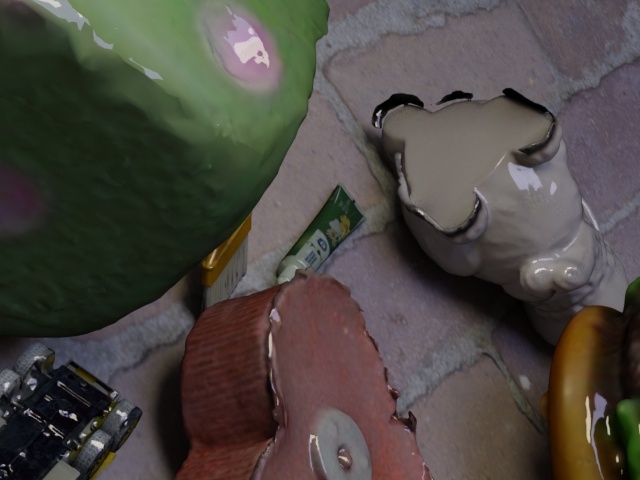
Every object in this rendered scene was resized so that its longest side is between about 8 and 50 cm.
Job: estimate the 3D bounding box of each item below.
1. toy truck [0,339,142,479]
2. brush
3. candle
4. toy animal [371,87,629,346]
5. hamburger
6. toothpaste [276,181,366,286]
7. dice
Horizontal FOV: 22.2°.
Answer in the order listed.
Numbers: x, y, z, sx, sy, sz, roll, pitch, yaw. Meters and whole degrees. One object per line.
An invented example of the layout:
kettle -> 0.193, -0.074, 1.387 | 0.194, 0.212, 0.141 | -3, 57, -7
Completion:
toy truck -> -0.211, 0.166, 1.127 | 0.098, 0.114, 0.227 | 34, 34, 4
brush -> -0.075, -0.055, 1.398 | 0.013, 0.272, 0.103 | 15, 36, 11
candle -> -0.012, 0.202, 1.349 | 0.287, 0.131, 0.317 | 33, 50, -42
toy animal -> 0.224, -0.012, 1.796 | 0.357, 0.194, 0.258 | 45, 8, -46
hamburger -> 0.373, 0.223, 1.641 | 0.396, 0.277, 0.396 | 45, 38, -52
toothpaste -> 0.000, 0.000, 1.608 | 0.049, 0.031, 0.204 | 53, 32, -9
dice -> -0.213, -0.147, 1.194 | 0.318, 0.322, 0.330 | 35, 40, -30
